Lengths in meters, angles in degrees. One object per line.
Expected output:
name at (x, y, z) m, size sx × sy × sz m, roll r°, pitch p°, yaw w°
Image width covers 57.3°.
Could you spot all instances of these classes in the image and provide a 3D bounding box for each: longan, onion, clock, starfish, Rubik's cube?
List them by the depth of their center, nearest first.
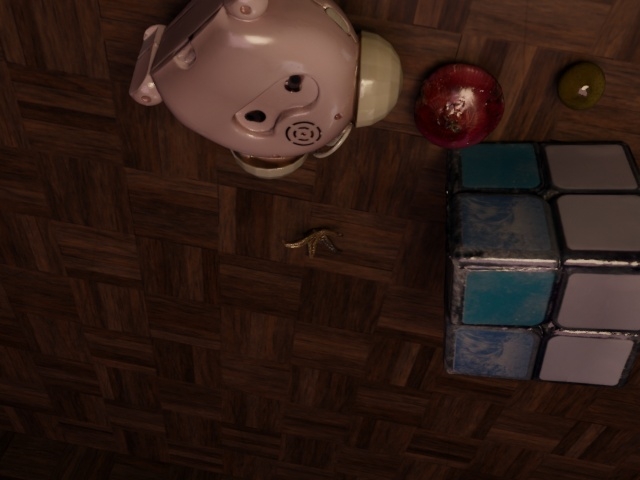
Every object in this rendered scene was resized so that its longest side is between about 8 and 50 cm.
clock at (-0.076, -0.250, 0.911) m, size 0.342 × 0.184 × 0.326 m, roll -20°, pitch 145°, yaw 39°
longan at (0.415, -0.244, 0.921) m, size 0.083 × 0.075 × 0.075 m, roll -22°, pitch 140°, yaw -24°
onion at (0.222, -0.200, 0.944) m, size 0.150 × 0.140 × 0.150 m, roll 4°, pitch 131°, yaw 5°
Rubik's cube at (0.373, 0.037, 1.018) m, size 0.319 × 0.316 × 0.313 m, roll 2°, pitch 133°, yaw 11°
starfish at (0.001, -0.005, 1.249) m, size 0.130 × 0.041 × 0.133 m, roll -26°, pitch 150°, yaw 38°
